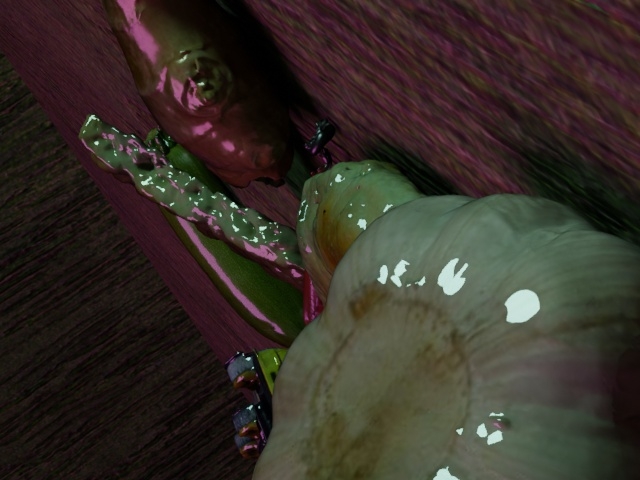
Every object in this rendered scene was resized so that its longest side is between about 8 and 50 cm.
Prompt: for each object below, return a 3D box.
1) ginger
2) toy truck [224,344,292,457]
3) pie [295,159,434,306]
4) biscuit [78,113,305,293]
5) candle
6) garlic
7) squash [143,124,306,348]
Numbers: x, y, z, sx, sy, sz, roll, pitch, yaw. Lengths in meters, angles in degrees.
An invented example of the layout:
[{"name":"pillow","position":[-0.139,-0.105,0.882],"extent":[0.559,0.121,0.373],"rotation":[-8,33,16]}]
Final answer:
[{"name":"ginger","position":[-0.086,-0.129,1.061],"extent":[0.334,0.081,0.148],"rotation":[61,-176,-39]},{"name":"toy truck","position":[0.016,0.163,1.459],"extent":[0.272,0.157,0.124],"rotation":[93,155,-66]},{"name":"pie","position":[0.086,0.080,0.980],"extent":[0.306,0.071,0.306],"rotation":[48,169,13]},{"name":"biscuit","position":[-0.037,0.003,1.237],"extent":[0.273,0.036,0.187],"rotation":[29,177,28]},{"name":"candle","position":[-0.001,0.000,1.080],"extent":[0.026,0.021,0.167],"rotation":[22,130,32]},{"name":"garlic","position":[0.094,0.100,0.719],"extent":[0.212,0.218,0.218],"rotation":[23,-168,-36]},{"name":"squash","position":[-0.089,0.003,1.650],"extent":[0.258,0.069,0.069],"rotation":[52,172,5]}]
